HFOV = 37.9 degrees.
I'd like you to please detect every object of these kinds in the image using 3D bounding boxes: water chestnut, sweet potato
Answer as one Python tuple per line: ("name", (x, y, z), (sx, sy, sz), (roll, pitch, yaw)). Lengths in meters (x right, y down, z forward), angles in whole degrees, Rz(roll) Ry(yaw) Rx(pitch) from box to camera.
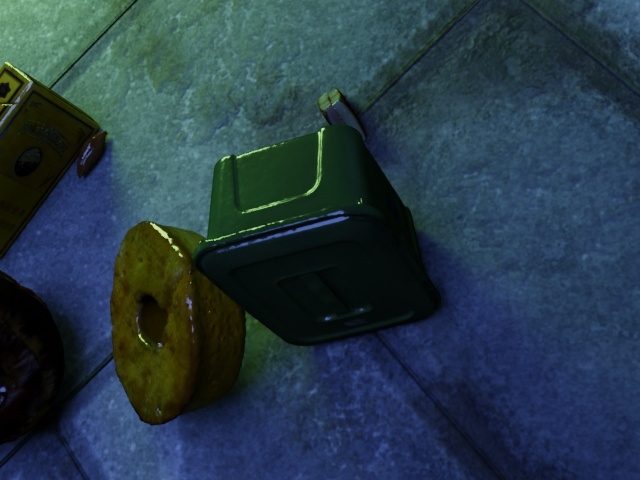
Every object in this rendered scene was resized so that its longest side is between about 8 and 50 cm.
("water chestnut", (-0.546, 0.171, 1.468), (0.300, 0.300, 0.300), (-6, 72, 21))
("sweet potato", (-0.398, -0.151, 1.615), (0.034, 0.034, 0.095), (23, 82, 26))

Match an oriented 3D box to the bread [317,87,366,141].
("bread", (0.028, -0.196, 1.440), (0.043, 0.062, 0.109), (-34, 68, 9))

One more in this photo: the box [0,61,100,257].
("box", (-0.536, -0.128, 1.576), (0.084, 0.193, 0.301), (37, 91, 25))

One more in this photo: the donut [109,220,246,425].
("donut", (-0.208, 0.117, 1.355), (0.303, 0.110, 0.303), (3, 94, 56))

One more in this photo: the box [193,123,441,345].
("box", (0.000, 0.000, 1.259), (0.252, 0.329, 0.178), (-16, 57, 16))
